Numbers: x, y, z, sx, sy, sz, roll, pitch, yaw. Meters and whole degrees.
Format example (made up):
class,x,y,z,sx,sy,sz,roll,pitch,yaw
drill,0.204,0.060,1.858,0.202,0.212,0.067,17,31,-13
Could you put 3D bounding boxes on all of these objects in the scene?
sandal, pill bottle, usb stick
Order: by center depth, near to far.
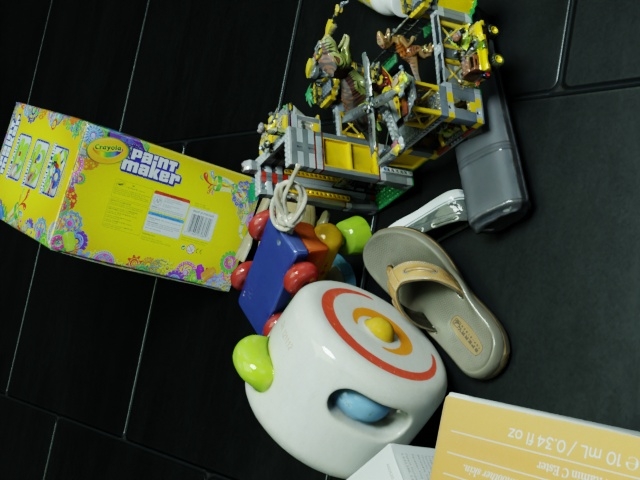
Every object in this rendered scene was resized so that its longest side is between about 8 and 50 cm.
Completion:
class,x,y,z,sx,sy,sz,roll,pitch,yaw
sandal,0.113,0.064,1.013,0.219,0.060,0.090,54,127,32
usb stick,0.176,-0.138,1.047,0.077,0.045,0.278,-32,54,41
pill bottle,0.081,-0.328,1.215,0.116,0.065,0.065,45,112,47

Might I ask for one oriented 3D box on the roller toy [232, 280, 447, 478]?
class,x,y,z,sx,sy,sz,roll,pitch,yaw
roller toy,0.032,0.141,1.006,0.191,0.209,0.146,43,113,22

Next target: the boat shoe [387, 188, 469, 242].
class,x,y,z,sx,sy,sz,roll,pitch,yaw
boat shoe,0.114,-0.006,1.073,0.142,0.049,0.040,-38,51,34

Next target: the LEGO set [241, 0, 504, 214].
class,x,y,z,sx,sy,sz,roll,pitch,yaw
LEGO set,0.030,-0.174,1.072,0.331,0.192,0.255,-24,61,59

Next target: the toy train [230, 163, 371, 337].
class,x,y,z,sx,sy,sz,roll,pitch,yaw
toy train,0.000,0.000,1.080,0.105,0.143,0.248,54,140,30

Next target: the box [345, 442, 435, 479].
class,x,y,z,sx,sy,sz,roll,pitch,yaw
box,0.082,0.327,0.933,0.181,0.119,0.182,-47,46,29

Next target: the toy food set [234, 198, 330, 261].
class,x,y,z,sx,sy,sz,roll,pitch,yaw
toy food set,-0.041,0.001,1.274,0.192,0.038,0.132,27,92,59

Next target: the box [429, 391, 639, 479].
class,x,y,z,sx,sy,sz,roll,pitch,yaw
box,0.187,0.305,0.677,0.215,0.168,0.345,2,77,52

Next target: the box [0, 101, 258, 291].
class,x,y,z,sx,sy,sz,roll,pitch,yaw
box,-0.295,-0.065,1.394,0.279,0.290,0.177,19,92,51
